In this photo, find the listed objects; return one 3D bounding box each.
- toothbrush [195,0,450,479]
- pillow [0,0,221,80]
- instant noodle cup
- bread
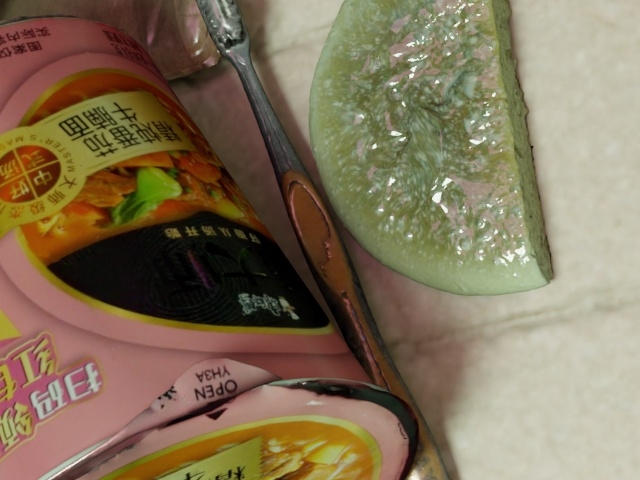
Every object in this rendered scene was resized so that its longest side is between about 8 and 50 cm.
[{"bbox_3d":[0.000,0.001,0.959,0.023,0.031,0.321,-25,78,4],"label":"toothbrush"},{"bbox_3d":[-0.143,-0.130,1.057,0.211,0.034,0.135,-12,72,22],"label":"pillow"},{"bbox_3d":[-0.110,0.039,0.919,0.244,0.244,0.255,-36,61,16],"label":"instant noodle cup"},{"bbox_3d":[0.043,-0.061,0.955,0.112,0.036,0.193,-13,75,24],"label":"bread"}]
